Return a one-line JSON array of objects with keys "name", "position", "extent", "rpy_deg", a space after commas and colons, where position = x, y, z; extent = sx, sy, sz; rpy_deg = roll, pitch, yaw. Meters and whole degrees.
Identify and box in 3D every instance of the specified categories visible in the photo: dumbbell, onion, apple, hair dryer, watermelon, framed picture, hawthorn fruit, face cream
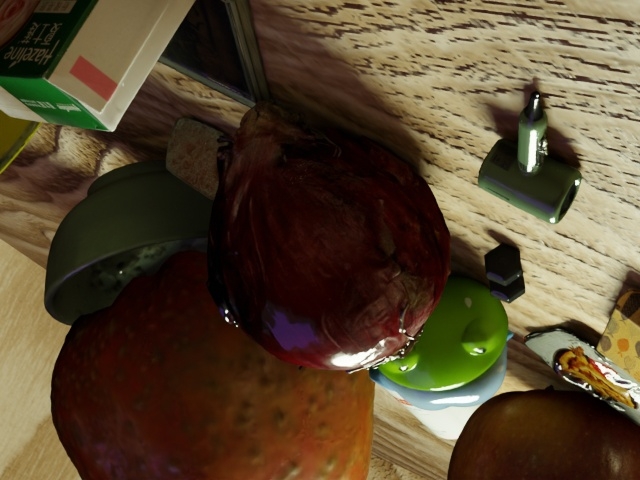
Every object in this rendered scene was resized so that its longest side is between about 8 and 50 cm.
[{"name": "dumbbell", "position": [0.183, 0.033, 1.354], "extent": [0.036, 0.040, 0.083], "rpy_deg": [-6, 159, 9]}, {"name": "onion", "position": [0.012, 0.017, 1.285], "extent": [0.281, 0.221, 0.281], "rpy_deg": [55, -178, -3]}, {"name": "apple", "position": [0.291, 0.328, 1.695], "extent": [0.288, 0.316, 0.288], "rpy_deg": [14, 156, 6]}, {"name": "hair dryer", "position": [0.155, -0.069, 1.016], "extent": [0.071, 0.047, 0.150], "rpy_deg": [26, 161, 18]}, {"name": "watermelon", "position": [-0.066, -0.051, 1.500], "extent": [0.241, 0.094, 0.154], "rpy_deg": [30, 177, 2]}, {"name": "framed picture", "position": [-0.139, -0.198, 1.207], "extent": [0.197, 0.014, 0.252], "rpy_deg": [27, 167, 11]}, {"name": "hawthorn fruit", "position": [-0.105, 0.210, 1.586], "extent": [0.403, 0.402, 0.403], "rpy_deg": [28, 167, 7]}, {"name": "face cream", "position": [0.129, 0.177, 1.884], "extent": [0.102, 0.102, 0.345], "rpy_deg": [20, 166, 34]}]

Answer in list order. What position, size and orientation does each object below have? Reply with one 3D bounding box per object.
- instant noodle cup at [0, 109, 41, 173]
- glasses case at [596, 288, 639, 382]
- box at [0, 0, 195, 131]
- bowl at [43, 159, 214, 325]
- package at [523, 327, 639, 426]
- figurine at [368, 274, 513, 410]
[{"name": "instant noodle cup", "position": [-0.457, -0.175, 1.375], "extent": [0.326, 0.325, 0.254], "rpy_deg": [12, 150, 53]}, {"name": "glasses case", "position": [0.306, 0.090, 1.300], "extent": [0.065, 0.041, 0.170], "rpy_deg": [38, 170, 15]}, {"name": "box", "position": [-0.209, -0.170, 1.132], "extent": [0.081, 0.135, 0.199], "rpy_deg": [39, 163, -33]}, {"name": "bowl", "position": [-0.212, -0.009, 1.701], "extent": [0.289, 0.146, 0.289], "rpy_deg": [-14, 160, -5]}, {"name": "package", "position": [0.349, 0.168, 1.529], "extent": [0.239, 0.030, 0.154], "rpy_deg": [32, 165, -7]}, {"name": "figurine", "position": [0.132, 0.109, 1.526], "extent": [0.162, 0.143, 0.263], "rpy_deg": [-9, -178, 5]}]
